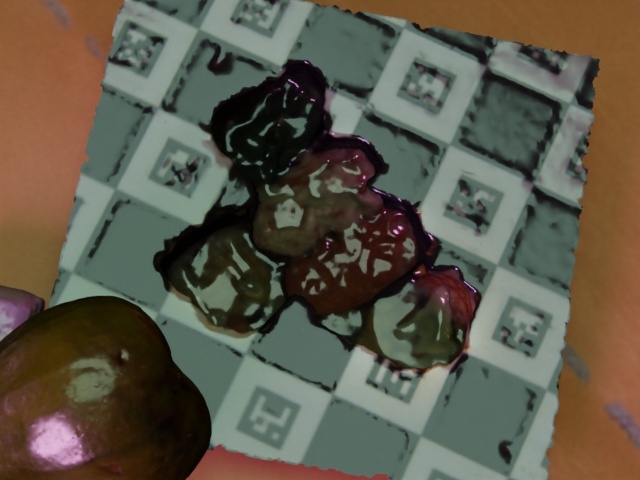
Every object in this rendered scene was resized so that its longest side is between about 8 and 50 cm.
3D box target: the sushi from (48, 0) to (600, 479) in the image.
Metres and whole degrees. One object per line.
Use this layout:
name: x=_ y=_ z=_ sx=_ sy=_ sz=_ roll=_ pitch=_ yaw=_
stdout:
sushi: x=0.000 y=0.000 z=1.309 sx=0.339 sy=0.069 sz=0.320 roll=9 pitch=74 yaw=-2

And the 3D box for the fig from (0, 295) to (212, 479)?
fig: x=-0.154 y=0.122 z=1.157 sx=0.126 sy=0.133 sz=0.185 roll=30 pitch=65 yaw=36

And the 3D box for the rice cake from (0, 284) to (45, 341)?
rice cake: x=-0.246 y=0.183 z=1.196 sx=0.072 sy=0.056 sz=0.365 roll=11 pitch=63 yaw=2
